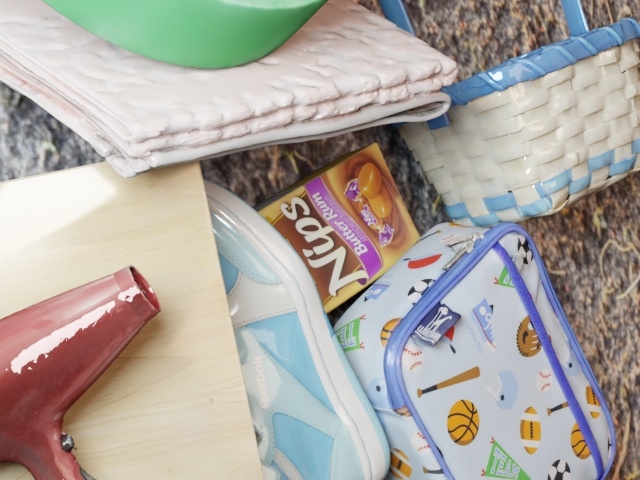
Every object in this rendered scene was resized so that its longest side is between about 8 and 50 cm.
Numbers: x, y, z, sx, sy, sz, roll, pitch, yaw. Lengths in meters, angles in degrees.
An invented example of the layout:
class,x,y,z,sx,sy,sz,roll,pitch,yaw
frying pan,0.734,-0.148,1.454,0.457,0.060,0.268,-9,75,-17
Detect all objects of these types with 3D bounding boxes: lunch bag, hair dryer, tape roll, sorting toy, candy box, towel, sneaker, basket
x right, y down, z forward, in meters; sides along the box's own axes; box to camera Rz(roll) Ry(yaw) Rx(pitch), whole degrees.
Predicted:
class,x,y,z,sx,sy,sz,roll,pitch,yaw
lunch bag,0.145,0.135,1.349,0.243,0.115,0.303,-41,117,-34
hair dryer,-0.175,0.150,0.987,0.223,0.080,0.294,15,103,-11
tape roll,-0.116,-0.275,1.050,0.321,0.077,0.321,23,49,-29
sorting toy,-0.191,0.084,1.062,0.257,0.089,0.256,-12,92,-7
candy box,0.000,0.000,1.327,0.186,0.053,0.109,-33,101,-39
towel,-0.109,-0.154,1.141,0.331,0.317,0.053,-15,129,-42
sneaker,-0.084,0.120,1.178,0.208,0.127,0.319,-41,105,-40
basket,0.174,-0.166,1.415,0.254,0.201,0.289,-20,97,-38
